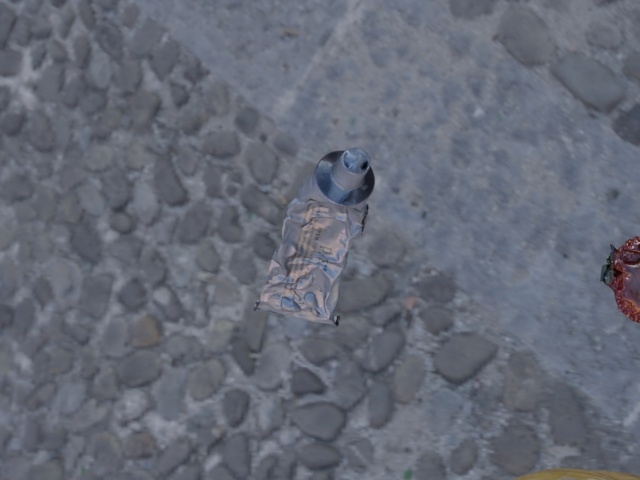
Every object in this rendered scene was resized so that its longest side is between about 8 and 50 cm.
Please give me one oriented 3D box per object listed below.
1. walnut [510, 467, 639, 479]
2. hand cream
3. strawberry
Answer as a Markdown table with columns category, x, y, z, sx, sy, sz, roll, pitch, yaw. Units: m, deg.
| category | x | y | z | sx | sy | sz | roll | pitch | yaw |
| --- | --- | --- | --- | --- | --- | --- | --- | --- | --- |
| walnut | 0.158 | 0.229 | 0.788 | 0.206 | 0.159 | 0.159 | -53 | 55 | 40 |
| hand cream | 0.000 | -0.003 | 1.088 | 0.084 | 0.257 | 0.050 | 11 | 55 | -5 |
| strawberry | 0.411 | 0.056 | 1.482 | 0.152 | 0.048 | 0.104 | 35 | 94 | 7 |
